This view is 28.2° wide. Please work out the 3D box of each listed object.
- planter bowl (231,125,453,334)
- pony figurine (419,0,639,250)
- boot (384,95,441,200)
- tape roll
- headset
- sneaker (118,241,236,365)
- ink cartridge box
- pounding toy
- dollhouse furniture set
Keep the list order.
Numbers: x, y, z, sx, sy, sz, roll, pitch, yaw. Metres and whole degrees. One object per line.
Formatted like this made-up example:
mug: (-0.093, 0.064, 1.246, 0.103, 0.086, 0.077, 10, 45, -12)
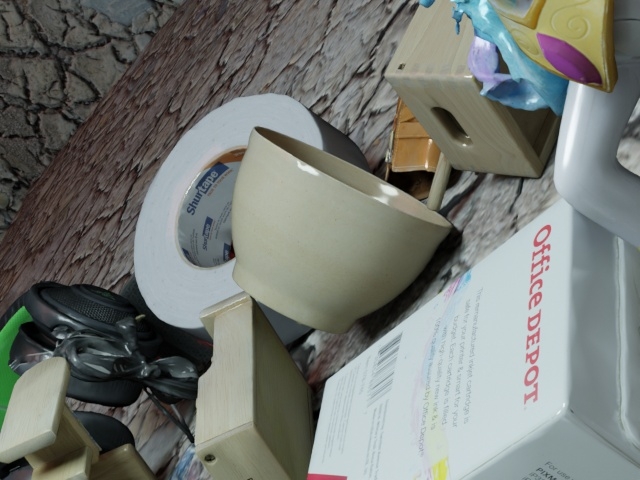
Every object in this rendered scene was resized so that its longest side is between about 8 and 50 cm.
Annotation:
planter bowl: (0.000, 0.000, 0.931, 0.109, 0.162, 0.162, -63, 17, 9)
pony figurine: (0.147, -0.166, 0.472, 0.351, 0.363, 0.303, -60, 17, -11)
boot: (0.101, -0.121, 0.974, 0.197, 0.073, 0.152, 105, -176, -69)
tape roll: (-0.061, -0.015, 1.101, 0.219, 0.072, 0.219, -20, 56, 34)
headset: (-0.235, 0.141, 1.112, 0.394, 0.185, 0.243, -16, 62, 48)
sneaker: (-0.094, 0.010, 1.279, 0.314, 0.116, 0.136, -51, 4, 4)
ink cartridge box: (0.093, 0.095, 0.552, 0.176, 0.127, 0.128, -43, 22, 38)
pounding toy: (0.109, -0.105, 0.876, 0.100, 0.141, 0.130, 9, 64, 40)
dollhouse furniture set: (-0.131, 0.164, 0.910, 0.242, 0.212, 0.161, -25, 27, 10)
